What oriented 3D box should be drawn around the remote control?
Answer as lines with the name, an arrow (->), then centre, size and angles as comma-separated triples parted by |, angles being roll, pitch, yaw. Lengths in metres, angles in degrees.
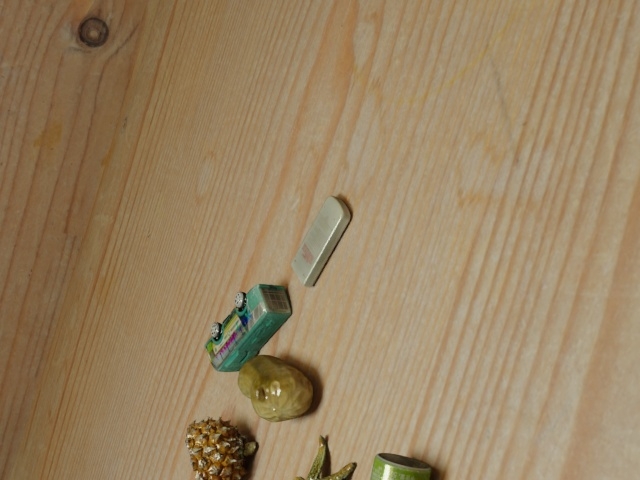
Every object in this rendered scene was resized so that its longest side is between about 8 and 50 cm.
remote control -> 0.000, 0.000, 1.591 | 0.190, 0.029, 0.087 | -62, 35, 20

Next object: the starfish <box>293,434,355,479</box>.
starfish -> -0.011, 0.467, 1.414 | 0.176, 0.053, 0.208 | -13, 61, 65

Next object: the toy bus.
toy bus -> -0.167, 0.197, 1.718 | 0.262, 0.091, 0.109 | -51, 46, 35

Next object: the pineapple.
pineapple -> -0.201, 0.457, 1.649 | 0.161, 0.136, 0.176 | 74, -178, -52

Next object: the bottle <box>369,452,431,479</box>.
bottle -> 0.095, 0.505, 1.187 | 0.093, 0.093, 0.330 | 7, 83, 57

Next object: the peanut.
peanut -> -0.102, 0.298, 1.555 | 0.236, 0.110, 0.120 | 4, 95, 59
